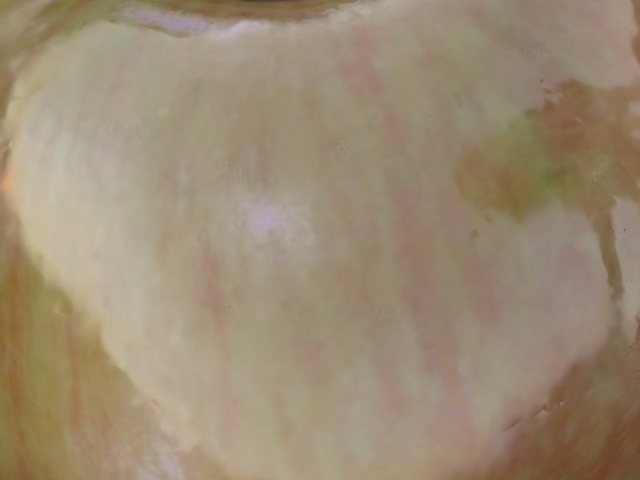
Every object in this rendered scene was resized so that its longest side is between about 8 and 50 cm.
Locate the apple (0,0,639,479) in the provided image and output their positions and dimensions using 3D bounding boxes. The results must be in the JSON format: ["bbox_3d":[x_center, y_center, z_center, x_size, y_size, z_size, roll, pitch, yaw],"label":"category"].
[{"bbox_3d":[0.000,0.000,0.784,0.391,0.346,0.391,-9,36,6],"label":"apple"}]
